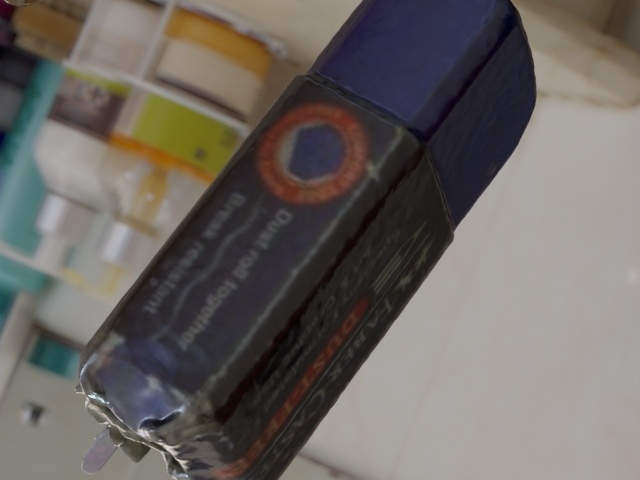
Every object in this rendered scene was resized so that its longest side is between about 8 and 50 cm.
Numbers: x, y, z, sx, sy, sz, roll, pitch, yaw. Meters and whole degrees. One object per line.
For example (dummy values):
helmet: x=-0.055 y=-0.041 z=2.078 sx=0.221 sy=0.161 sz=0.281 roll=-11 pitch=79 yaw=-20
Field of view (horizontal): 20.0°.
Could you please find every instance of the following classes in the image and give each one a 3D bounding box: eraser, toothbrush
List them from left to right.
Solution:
toothbrush: x=-0.125 y=0.094 z=1.674 sx=0.024 sy=0.354 sz=0.029 roll=32 pitch=-153 yaw=-13
eraser: x=0.000 y=0.000 z=1.071 sx=0.101 sy=0.332 sz=0.155 roll=32 pitch=166 yaw=25

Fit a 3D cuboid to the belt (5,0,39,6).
belt: x=-0.258 y=-0.251 z=1.627 sx=0.059 sy=0.083 sz=0.036 roll=34 pitch=152 yaw=6
